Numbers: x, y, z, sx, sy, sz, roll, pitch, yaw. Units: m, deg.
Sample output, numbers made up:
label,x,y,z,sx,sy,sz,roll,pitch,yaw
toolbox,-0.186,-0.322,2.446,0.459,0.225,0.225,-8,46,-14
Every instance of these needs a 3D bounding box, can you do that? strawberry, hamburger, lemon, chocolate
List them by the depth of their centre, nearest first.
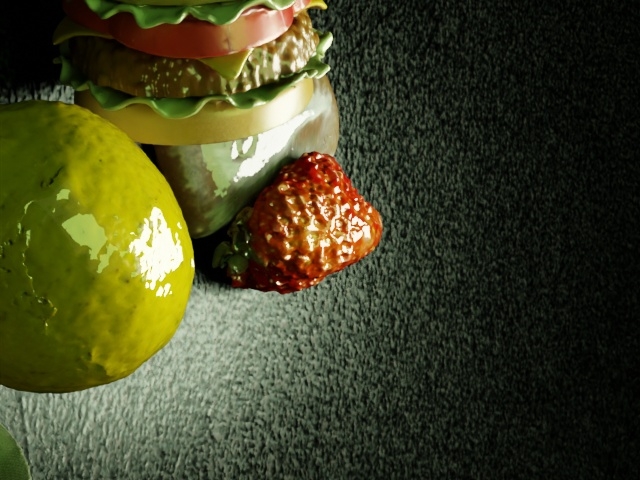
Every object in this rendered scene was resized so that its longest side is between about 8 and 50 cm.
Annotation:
label,x,y,z,sx,sy,sz,roll,pitch,yaw
lemon,-0.248,0.000,1.735,0.310,0.253,0.253,56,51,-35
hamburger,-0.123,-0.235,1.855,0.274,0.274,0.212,-34,135,-44
chocolate,-0.062,-0.112,2.075,0.254,0.080,0.157,-31,111,-45
strawberry,0.002,-0.006,2.078,0.236,0.107,0.175,-30,145,-41

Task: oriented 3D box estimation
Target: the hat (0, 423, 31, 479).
label,x,y,z,sx,sy,sz,roll,pitch,yaw
hat,-0.382,0.231,1.643,0.257,0.257,0.130,-12,129,-48
